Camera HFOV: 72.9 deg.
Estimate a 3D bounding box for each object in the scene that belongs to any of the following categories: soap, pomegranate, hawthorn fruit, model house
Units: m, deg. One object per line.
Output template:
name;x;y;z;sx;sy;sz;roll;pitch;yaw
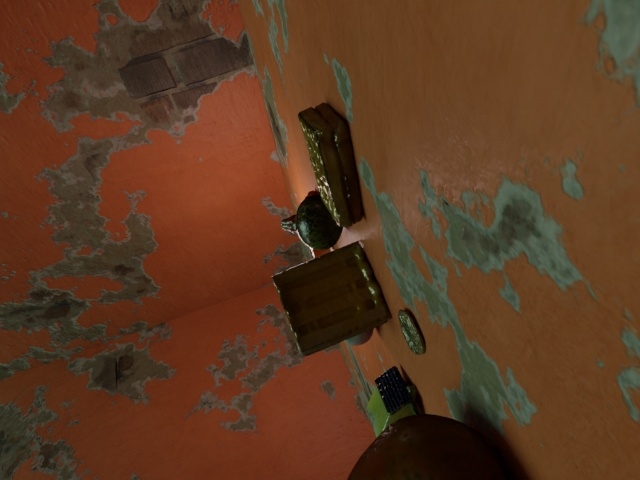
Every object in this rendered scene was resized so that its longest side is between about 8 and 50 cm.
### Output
soap;0.036;0.199;1.478;0.156;0.335;0.293;90;156;-72
pomegranate;-0.039;-0.070;1.668;0.214;0.248;0.214;-2;-90;-70
hawthorn fruit;0.208;0.573;0.889;0.403;0.403;0.402;161;90;-83
model house;0.276;0.555;1.493;0.194;0.170;0.211;-108;30;-68

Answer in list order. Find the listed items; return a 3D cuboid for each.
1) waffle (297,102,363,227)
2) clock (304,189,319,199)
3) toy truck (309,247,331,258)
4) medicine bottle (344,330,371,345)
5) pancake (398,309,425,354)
waffle;0.034;-0.221;1.292;0.224;0.098;0.327;-116;8;-55
clock;-0.026;-0.172;2.051;0.155;0.061;0.113;-140;32;-73
toy truck;0.000;0.000;2.122;0.270;0.114;0.135;99;156;-71
medicine bottle;0.134;0.295;1.666;0.254;0.152;0.152;83;166;-58
pancake;0.246;0.249;1.188;0.139;0.022;0.139;160;90;-84
